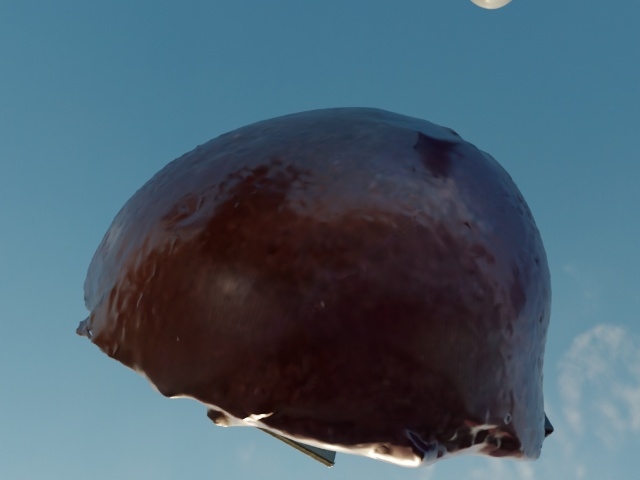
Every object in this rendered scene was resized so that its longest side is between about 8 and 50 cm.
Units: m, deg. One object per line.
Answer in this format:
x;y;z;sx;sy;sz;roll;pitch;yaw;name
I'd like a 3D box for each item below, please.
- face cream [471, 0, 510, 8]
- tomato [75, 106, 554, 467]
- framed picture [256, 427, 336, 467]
0.195;-0.317;0.539;0.071;0.291;0.144;24;-112;-2;face cream
0.002;-0.002;0.454;0.290;0.335;0.176;9;-77;-15;tomato
-0.079;0.191;0.977;0.260;0.189;0.023;30;-58;-6;framed picture
